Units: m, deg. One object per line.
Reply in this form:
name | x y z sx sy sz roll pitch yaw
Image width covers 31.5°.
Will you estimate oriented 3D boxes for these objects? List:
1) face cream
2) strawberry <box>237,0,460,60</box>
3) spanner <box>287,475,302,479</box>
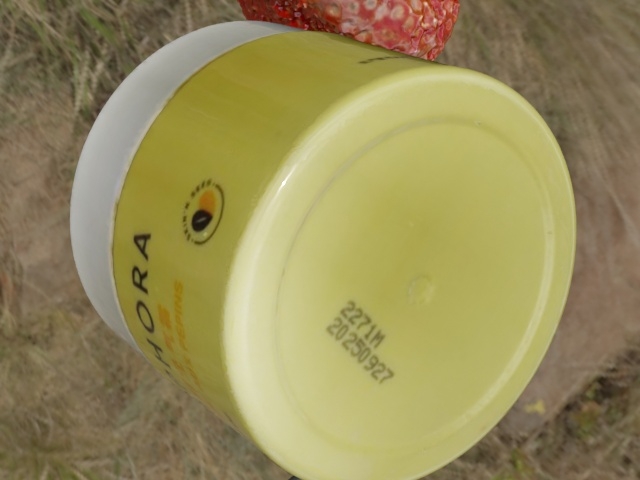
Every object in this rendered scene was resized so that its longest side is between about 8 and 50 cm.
face cream | 0.000 0.000 0.614 0.218 0.179 0.218 -13 113 -32
strawberry | 0.017 -0.327 1.312 0.267 0.312 0.351 -52 162 9
spanner | -0.034 0.247 1.104 0.254 0.054 0.015 -32 145 -25
